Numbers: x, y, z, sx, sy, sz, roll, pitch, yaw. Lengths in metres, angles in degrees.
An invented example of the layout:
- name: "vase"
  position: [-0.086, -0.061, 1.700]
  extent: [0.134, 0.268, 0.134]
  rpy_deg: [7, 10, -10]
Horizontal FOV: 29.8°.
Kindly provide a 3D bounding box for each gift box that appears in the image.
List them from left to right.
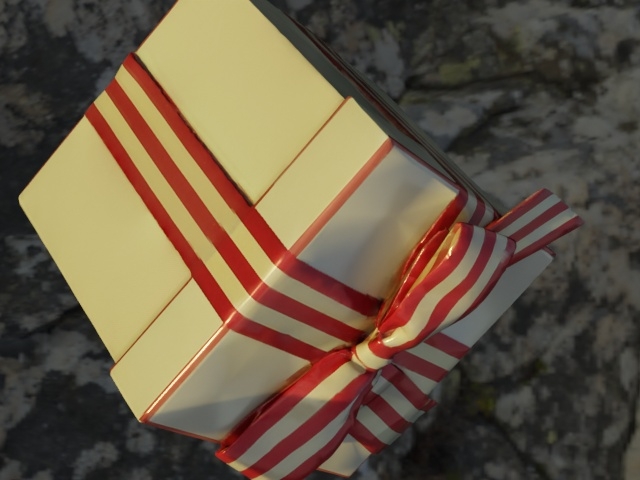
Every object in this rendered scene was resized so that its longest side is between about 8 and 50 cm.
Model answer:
- name: "gift box"
  position: [0.000, 0.000, 0.824]
  extent: [0.276, 0.258, 0.255]
  rpy_deg: [21, 113, -47]
